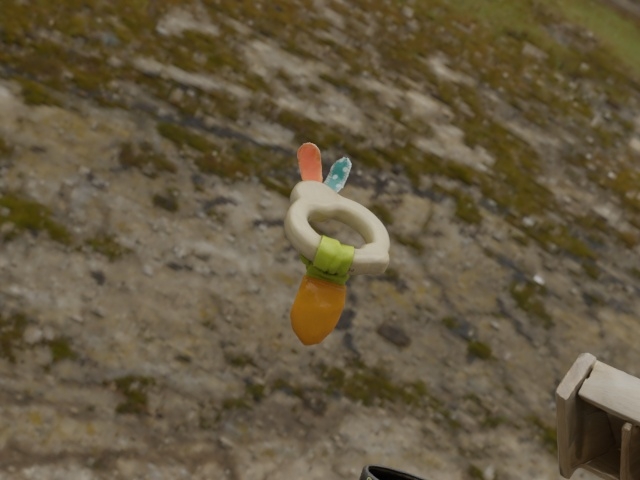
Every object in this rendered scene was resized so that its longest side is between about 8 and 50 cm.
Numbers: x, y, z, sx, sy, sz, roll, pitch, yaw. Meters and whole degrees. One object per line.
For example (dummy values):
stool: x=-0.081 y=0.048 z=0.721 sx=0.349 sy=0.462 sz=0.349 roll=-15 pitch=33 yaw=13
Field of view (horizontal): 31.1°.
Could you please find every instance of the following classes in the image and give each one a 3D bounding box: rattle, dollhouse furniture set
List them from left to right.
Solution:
rattle: x=0.000 y=0.000 z=1.354 sx=0.130 sy=0.143 sz=0.200 roll=-12 pitch=42 yaw=-18
dollhouse furniture set: x=0.291 y=0.349 z=1.177 sx=0.256 sy=0.362 sz=0.394 roll=23 pitch=57 yaw=31

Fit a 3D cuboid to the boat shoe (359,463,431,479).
boat shoe: x=0.162 y=0.381 z=1.655 sx=0.227 sy=0.069 sz=0.081 roll=11 pitch=24 yaw=13
